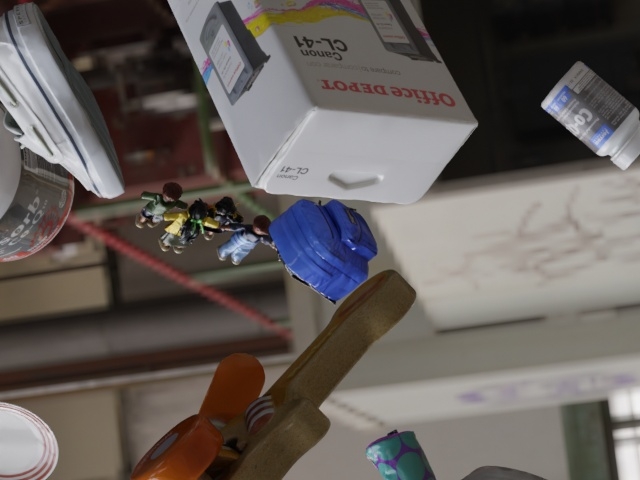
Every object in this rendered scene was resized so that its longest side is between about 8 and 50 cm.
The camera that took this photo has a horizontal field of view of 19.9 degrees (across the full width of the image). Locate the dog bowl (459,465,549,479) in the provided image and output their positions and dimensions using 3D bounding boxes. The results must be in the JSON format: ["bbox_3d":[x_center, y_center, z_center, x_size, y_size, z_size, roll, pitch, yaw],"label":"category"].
[{"bbox_3d":[0.181,0.415,1.909,0.102,0.348,0.349,-26,-72,-53],"label":"dog bowl"}]

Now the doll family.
[{"bbox_3d":[-0.147,-0.023,2.412,0.111,0.193,0.076,-45,47,48],"label":"doll family"}]

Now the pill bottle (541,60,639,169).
[{"bbox_3d":[0.357,-0.158,2.335,0.137,0.078,0.078,41,-168,5],"label":"pill bottle"}]

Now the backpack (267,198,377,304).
[{"bbox_3d":[0.000,0.000,2.185,0.120,0.101,0.098,28,-157,-49],"label":"backpack"}]

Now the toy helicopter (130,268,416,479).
[{"bbox_3d":[-0.041,0.158,1.627,0.140,0.235,0.355,48,-117,-8],"label":"toy helicopter"}]

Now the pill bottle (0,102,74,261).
[{"bbox_3d":[-0.467,-0.088,2.365,0.363,0.210,0.210,28,-125,-79],"label":"pill bottle"}]

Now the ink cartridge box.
[{"bbox_3d":[-0.005,-0.198,1.893,0.226,0.131,0.306,2,-132,-38],"label":"ink cartridge box"}]

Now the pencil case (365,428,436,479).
[{"bbox_3d":[0.110,0.309,2.242,0.064,0.070,0.152,-15,-97,-65],"label":"pencil case"}]

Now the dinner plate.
[{"bbox_3d":[-0.388,0.247,2.220,0.017,0.141,0.141,-86,-17,-55],"label":"dinner plate"}]

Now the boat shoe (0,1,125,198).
[{"bbox_3d":[-0.244,-0.117,1.615,0.083,0.075,0.226,-106,-5,-47],"label":"boat shoe"}]
